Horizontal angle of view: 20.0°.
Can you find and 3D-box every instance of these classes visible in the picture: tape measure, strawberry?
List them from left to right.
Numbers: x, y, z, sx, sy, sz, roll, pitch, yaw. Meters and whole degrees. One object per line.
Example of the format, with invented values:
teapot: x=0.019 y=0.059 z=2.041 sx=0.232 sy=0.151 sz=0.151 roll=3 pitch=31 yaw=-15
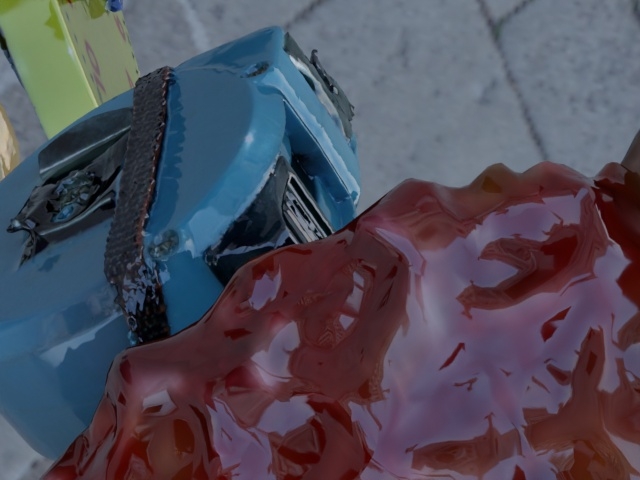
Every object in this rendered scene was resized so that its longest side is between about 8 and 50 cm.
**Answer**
tape measure: x=-0.052 y=0.005 z=0.551 sx=0.125 sy=0.146 sz=0.081 roll=-25 pitch=119 yaw=17
strawberry: x=0.040 y=0.110 z=0.490 sx=0.336 sy=0.149 sz=0.265 roll=-37 pitch=155 yaw=19

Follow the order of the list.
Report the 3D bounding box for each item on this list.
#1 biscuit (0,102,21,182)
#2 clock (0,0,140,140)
biscuit: x=-0.390 y=-0.059 z=1.517 sx=0.275 sy=0.355 sz=0.052 roll=49 pitch=45 yaw=-20
clock: x=-0.148 y=-0.159 z=1.099 sx=0.071 sy=0.293 sz=0.277 roll=-18 pitch=81 yaw=4
